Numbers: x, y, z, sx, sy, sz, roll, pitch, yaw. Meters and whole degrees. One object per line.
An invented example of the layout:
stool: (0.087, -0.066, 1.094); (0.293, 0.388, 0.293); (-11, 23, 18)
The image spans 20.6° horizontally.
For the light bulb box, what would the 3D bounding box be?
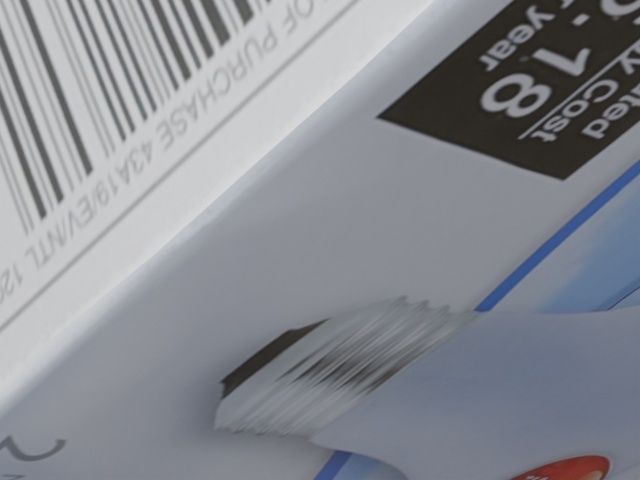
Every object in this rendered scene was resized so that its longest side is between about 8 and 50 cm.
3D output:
light bulb box: (0.059, -0.077, 0.507); (0.358, 0.361, 0.225); (-40, 59, 28)
